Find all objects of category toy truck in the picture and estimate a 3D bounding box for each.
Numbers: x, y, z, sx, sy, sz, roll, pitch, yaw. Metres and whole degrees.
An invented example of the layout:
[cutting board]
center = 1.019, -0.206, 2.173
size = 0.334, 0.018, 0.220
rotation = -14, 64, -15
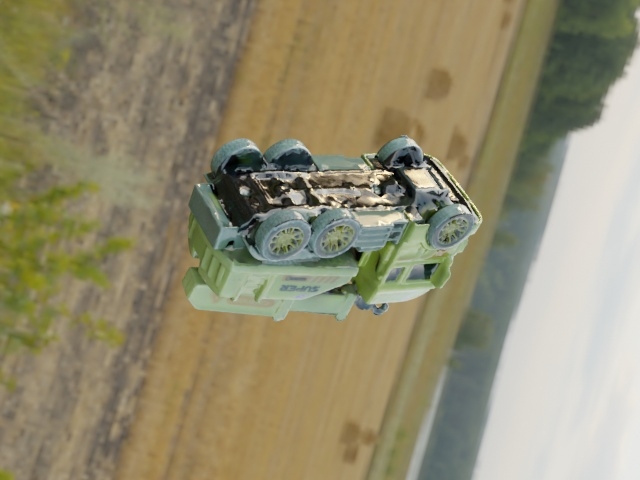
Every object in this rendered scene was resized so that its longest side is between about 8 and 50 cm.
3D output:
[toy truck]
center = 0.000, 0.000, 0.820
size = 0.077, 0.169, 0.100
rotation = 56, -45, 36
